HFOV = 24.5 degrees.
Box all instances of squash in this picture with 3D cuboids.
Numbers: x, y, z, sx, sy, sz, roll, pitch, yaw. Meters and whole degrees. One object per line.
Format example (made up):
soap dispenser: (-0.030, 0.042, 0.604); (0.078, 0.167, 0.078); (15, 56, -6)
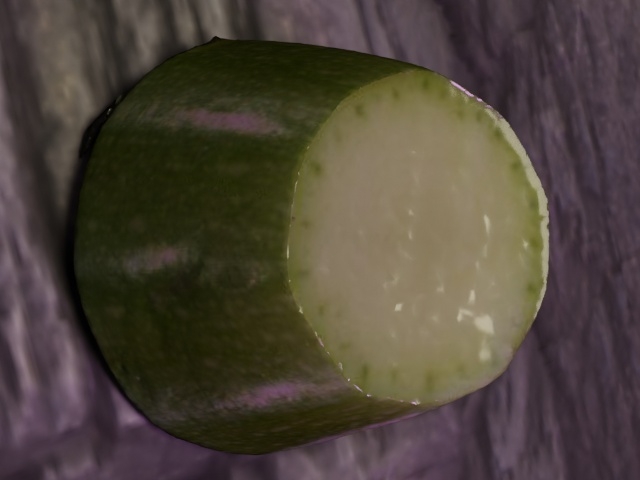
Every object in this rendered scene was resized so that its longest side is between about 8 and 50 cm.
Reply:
squash: (0.000, 0.000, 0.556); (0.170, 0.123, 0.170); (2, 86, -34)
